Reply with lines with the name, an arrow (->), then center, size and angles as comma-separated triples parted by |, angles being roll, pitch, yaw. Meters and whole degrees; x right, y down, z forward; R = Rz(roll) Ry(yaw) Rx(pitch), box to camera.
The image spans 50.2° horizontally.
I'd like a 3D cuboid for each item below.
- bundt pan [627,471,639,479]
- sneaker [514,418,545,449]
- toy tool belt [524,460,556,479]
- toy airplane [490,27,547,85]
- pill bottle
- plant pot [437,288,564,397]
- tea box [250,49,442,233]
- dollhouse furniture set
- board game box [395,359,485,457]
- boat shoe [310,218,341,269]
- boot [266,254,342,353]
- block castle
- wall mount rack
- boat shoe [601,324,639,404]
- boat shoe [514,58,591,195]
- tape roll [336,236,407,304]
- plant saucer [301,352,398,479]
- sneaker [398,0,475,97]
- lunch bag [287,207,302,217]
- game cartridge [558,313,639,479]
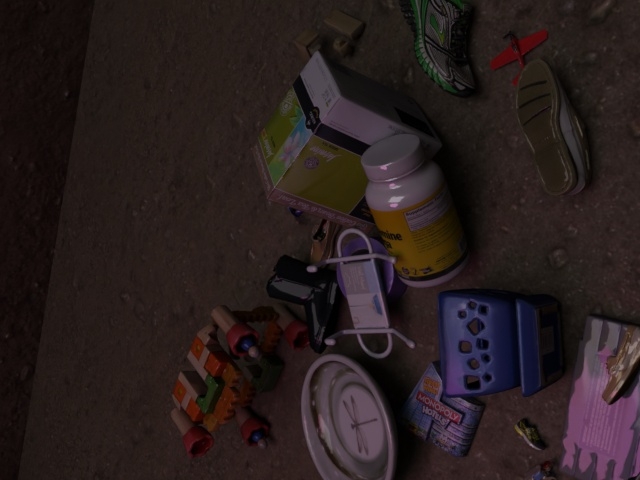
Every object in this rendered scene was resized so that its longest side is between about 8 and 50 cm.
bundt pan -> 0.714, 0.537, 1.269 | 0.330, 0.124, 0.331 | 1, 93, 21
sneaker -> 0.483, 0.444, 1.565 | 0.083, 0.031, 0.035 | 42, 115, 32
toy tool belt -> 0.504, 0.534, 1.543 | 0.051, 0.052, 0.083 | 40, 122, -1
toy airplane -> 0.462, -0.422, 1.587 | 0.151, 0.028, 0.151 | -1, 89, 39
pill bottle -> 0.216, -0.070, 1.594 | 0.187, 0.188, 0.334 | 1, 128, 41
plant pot -> 0.405, 0.223, 1.508 | 0.212, 0.236, 0.236 | -4, 87, 35
tea box -> 0.057, -0.232, 1.704 | 0.324, 0.328, 0.220 | -51, 39, 27
dollhouse furniture set -> 0.037, -0.551, 1.952 | 0.151, 0.123, 0.144 | -46, 55, -10
board game box -> 0.301, 0.408, 1.703 | 0.194, 0.060, 0.194 | 26, 107, 38
boat shoe -> 0.000, 0.000, 1.952 | 0.068, 0.072, 0.190 | 27, 108, 37
boot -> -0.054, 0.178, 1.936 | 0.207, 0.094, 0.247 | 13, 87, 18
block castle -> -0.225, 0.415, 2.000 | 0.213, 0.302, 0.454 | 41, 115, 39
wall mount rack -> 0.119, 0.145, 1.697 | 0.304, 0.130, 0.350 | -9, 98, 42
boat shoe -> 0.605, 0.247, 1.373 | 0.059, 0.063, 0.170 | 33, 101, 38
boat shoe -> 0.511, -0.245, 1.496 | 0.113, 0.103, 0.303 | -19, 79, 52
tape roll -> 0.140, 0.084, 1.829 | 0.188, 0.080, 0.189 | 0, 90, 40
plant saucer -> 0.095, 0.492, 1.821 | 0.400, 0.100, 0.401 | 14, 107, 54
sneaker -> 0.302, -0.503, 1.655 | 0.146, 0.134, 0.344 | -28, 72, 36
lunch bag -> -0.086, -0.157, 2.016 | 0.129, 0.096, 0.151 | 58, 153, 25
game cartridge -> 0.634, 0.348, 1.421 | 0.230, 0.068, 0.356 | 15, 100, 44
